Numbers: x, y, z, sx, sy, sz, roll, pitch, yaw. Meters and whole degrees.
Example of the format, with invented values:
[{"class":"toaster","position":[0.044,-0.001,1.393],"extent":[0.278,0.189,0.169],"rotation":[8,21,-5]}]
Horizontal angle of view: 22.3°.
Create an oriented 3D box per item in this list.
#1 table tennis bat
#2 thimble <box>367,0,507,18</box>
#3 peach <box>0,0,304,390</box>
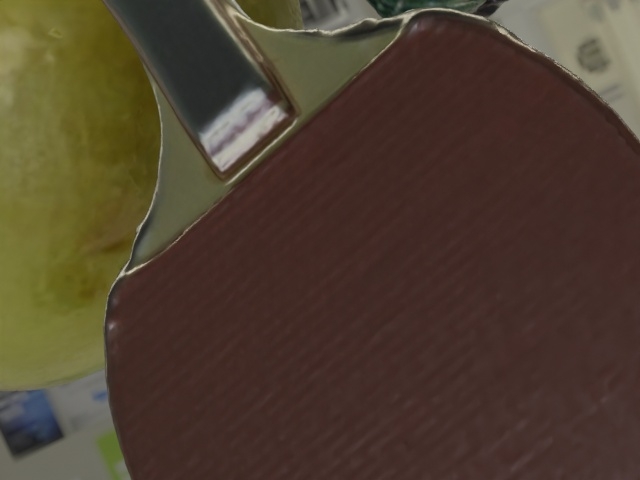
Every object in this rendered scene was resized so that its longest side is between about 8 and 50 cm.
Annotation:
[{"class":"table tennis bat","position":[0.000,0.000,0.339],"extent":[0.130,0.220,0.019],"rotation":[-40,-24,16]},{"class":"thimble","position":[0.071,-0.161,0.781],"extent":[0.135,0.090,0.118],"rotation":[-41,-3,22]},{"class":"peach","position":[-0.166,-0.093,0.848],"extent":[0.281,0.315,0.314],"rotation":[15,27,29]}]
